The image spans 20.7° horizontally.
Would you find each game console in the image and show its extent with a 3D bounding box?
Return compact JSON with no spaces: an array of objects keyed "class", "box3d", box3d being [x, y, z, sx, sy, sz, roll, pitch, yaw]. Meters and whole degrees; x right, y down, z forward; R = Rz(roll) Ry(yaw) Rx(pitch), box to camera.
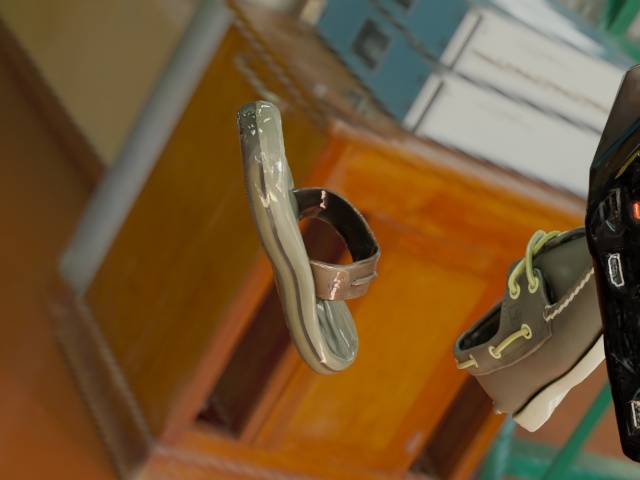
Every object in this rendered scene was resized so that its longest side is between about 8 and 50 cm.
[{"class":"game console","box3d":[0.171,0.100,0.749,0.044,0.361,0.213,-6,13,20]}]

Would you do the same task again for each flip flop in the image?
[{"class":"flip flop","box3d":[0.000,0.000,1.247,0.277,0.080,0.112,74,-1,-50]}]

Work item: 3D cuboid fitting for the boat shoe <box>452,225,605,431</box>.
[{"class":"boat shoe","box3d":[0.171,0.048,1.264,0.091,0.305,0.109,36,64,6]}]
